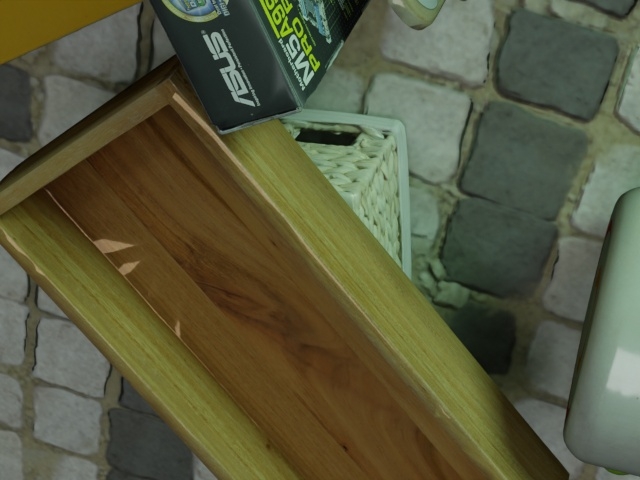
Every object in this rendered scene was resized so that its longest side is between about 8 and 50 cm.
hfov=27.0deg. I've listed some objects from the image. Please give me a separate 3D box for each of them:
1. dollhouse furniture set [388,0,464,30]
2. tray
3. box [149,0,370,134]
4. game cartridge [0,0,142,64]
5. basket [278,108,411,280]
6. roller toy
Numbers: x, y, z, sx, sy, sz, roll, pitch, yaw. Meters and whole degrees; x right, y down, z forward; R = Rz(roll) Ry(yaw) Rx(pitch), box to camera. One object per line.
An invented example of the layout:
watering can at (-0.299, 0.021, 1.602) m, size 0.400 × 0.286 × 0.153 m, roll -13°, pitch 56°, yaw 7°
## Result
dollhouse furniture set at (0.128, -0.311, 0.678) m, size 0.356 × 0.173 × 0.303 m, roll -25°, pitch 113°, yaw 32°
tray at (-0.028, 0.074, 0.935) m, size 0.203 × 0.076 × 0.411 m, roll -28°, pitch 109°, yaw 34°
box at (-0.057, -0.231, 0.773) m, size 0.060 × 0.216 × 0.270 m, roll -12°, pitch 119°, yaw 27°
game cartridge at (-0.219, -0.295, 0.897) m, size 0.285 × 0.052 × 0.323 m, roll -17°, pitch 114°, yaw 29°
basket at (0.000, 0.000, 0.985) m, size 0.113 × 0.103 × 0.167 m, roll 7°, pitch 126°, yaw 17°
roller toy at (0.250, 0.067, 0.883) m, size 0.146 × 0.191 × 0.209 m, roll 12°, pitch 171°, yaw 10°
